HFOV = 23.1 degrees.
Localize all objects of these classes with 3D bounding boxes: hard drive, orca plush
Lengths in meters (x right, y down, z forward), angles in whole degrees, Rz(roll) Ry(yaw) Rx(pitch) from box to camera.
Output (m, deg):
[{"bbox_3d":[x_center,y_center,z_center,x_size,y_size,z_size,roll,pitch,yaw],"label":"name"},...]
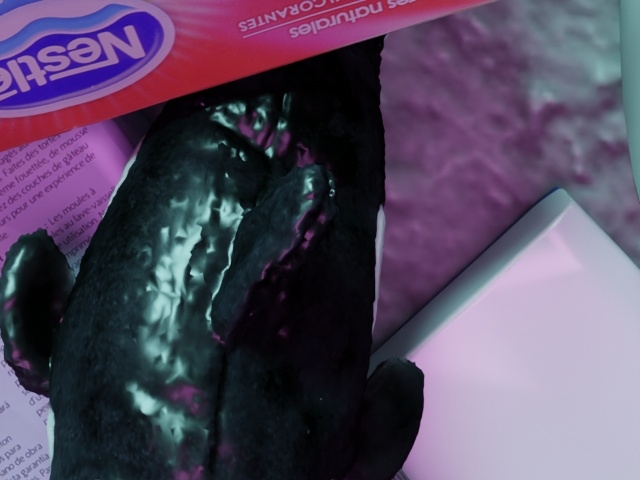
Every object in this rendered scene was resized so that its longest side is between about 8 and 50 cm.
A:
[{"bbox_3d":[0.130,0.161,0.660,0.210,0.040,0.318,-43,103,9],"label":"hard drive"},{"bbox_3d":[0.000,0.000,0.503,0.151,0.102,0.287,39,63,-11],"label":"orca plush"}]

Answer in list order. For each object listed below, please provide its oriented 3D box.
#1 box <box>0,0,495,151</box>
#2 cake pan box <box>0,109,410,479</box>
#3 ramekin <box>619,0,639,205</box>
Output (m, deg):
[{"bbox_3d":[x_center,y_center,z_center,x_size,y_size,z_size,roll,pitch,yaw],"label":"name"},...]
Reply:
[{"bbox_3d":[-0.098,-0.133,0.490,0.300,0.154,0.142,-17,140,2],"label":"box"},{"bbox_3d":[-0.118,0.090,0.590,0.267,0.070,0.246,-37,94,9],"label":"cake pan box"},{"bbox_3d":[0.169,-0.117,0.473,0.135,0.277,0.277,1,105,5],"label":"ramekin"}]
